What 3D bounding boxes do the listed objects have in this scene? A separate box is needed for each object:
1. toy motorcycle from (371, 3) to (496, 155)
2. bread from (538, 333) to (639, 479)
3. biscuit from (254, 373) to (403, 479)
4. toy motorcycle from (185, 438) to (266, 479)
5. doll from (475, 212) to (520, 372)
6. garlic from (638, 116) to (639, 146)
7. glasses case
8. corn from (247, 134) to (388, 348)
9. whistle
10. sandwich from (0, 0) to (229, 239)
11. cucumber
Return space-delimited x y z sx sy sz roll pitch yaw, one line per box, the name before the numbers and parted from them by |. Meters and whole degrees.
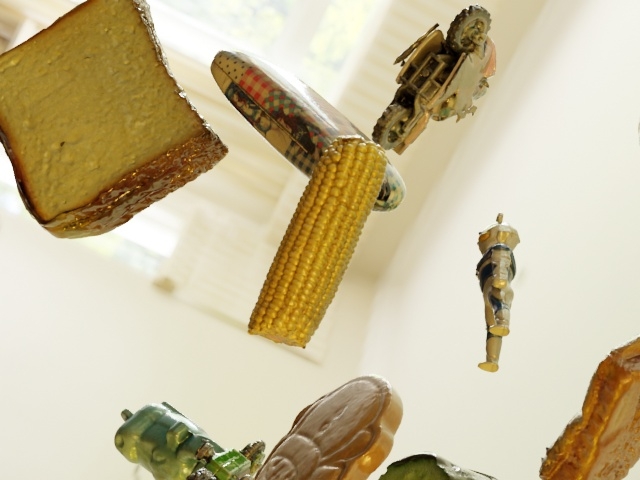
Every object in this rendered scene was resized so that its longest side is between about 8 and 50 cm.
toy motorcycle | 0.183 -0.216 2.234 0.239 0.108 0.204 -38 158 14
bread | 0.349 0.213 1.864 0.077 0.139 0.271 55 -31 30
biscuit | -0.004 0.350 2.458 0.351 0.057 0.312 -50 -164 -18
toy motorcycle | -0.122 0.284 1.751 0.106 0.074 0.190 -59 164 19
doll | 0.227 0.057 2.015 0.114 0.057 0.227 90 8 -49
garlic | 0.539 -0.120 1.972 0.237 0.210 0.292 -23 -171 15
glasses case | -0.020 -0.138 1.888 0.327 0.125 0.076 44 -71 36
corn | 0.000 0.000 1.679 0.248 0.081 0.081 -66 -173 -9
whistle | -0.158 0.292 1.983 0.093 0.274 0.186 -41 148 -31
sandwich | -0.296 -0.163 2.043 0.271 0.301 0.099 -32 153 6
cucumber | 0.182 0.352 2.197 0.115 0.193 0.085 -38 -140 45
